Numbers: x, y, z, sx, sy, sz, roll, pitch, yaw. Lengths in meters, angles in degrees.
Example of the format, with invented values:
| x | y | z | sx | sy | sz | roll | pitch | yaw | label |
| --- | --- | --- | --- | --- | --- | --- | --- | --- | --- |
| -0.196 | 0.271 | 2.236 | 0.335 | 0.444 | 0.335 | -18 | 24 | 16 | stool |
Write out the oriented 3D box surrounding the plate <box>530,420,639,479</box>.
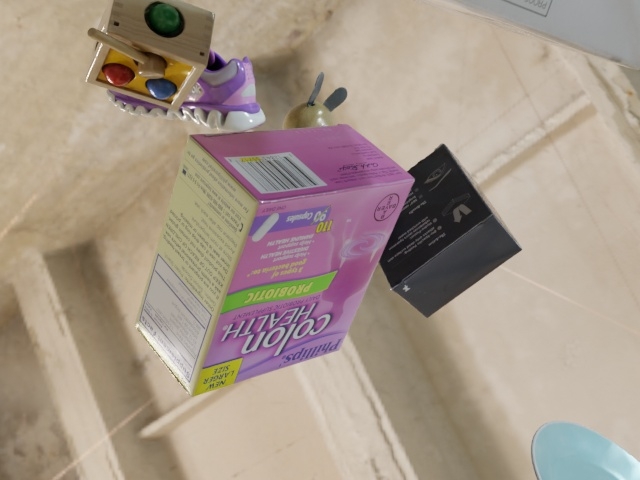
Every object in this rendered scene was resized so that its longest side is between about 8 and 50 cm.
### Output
| x | y | z | sx | sy | sz | roll | pitch | yaw | label |
| --- | --- | --- | --- | --- | --- | --- | --- | --- | --- |
| 0.253 | 0.235 | 0.738 | 0.024 | 0.188 | 0.188 | -55 | -128 | 28 | plate |

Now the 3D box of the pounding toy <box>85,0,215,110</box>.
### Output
| x | y | z | sx | sy | sz | roll | pitch | yaw | label |
| --- | --- | --- | --- | --- | --- | --- | --- | --- | --- |
| -0.193 | -0.208 | 0.934 | 0.141 | 0.130 | 0.100 | -36 | -136 | 57 | pounding toy |

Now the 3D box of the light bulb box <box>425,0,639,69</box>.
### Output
| x | y | z | sx | sy | sz | roll | pitch | yaw | label |
| --- | --- | --- | --- | --- | --- | --- | --- | --- | --- |
| 0.080 | -0.333 | 0.741 | 0.361 | 0.358 | 0.225 | 43 | -62 | 56 | light bulb box |

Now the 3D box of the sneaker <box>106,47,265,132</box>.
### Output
| x | y | z | sx | sy | sz | roll | pitch | yaw | label |
| --- | --- | --- | --- | --- | --- | --- | --- | --- | --- |
| -0.180 | -0.213 | 1.148 | 0.236 | 0.095 | 0.104 | 12 | -66 | 23 | sneaker |

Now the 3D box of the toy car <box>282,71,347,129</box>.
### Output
| x | y | z | sx | sy | sz | roll | pitch | yaw | label |
| --- | --- | --- | --- | --- | --- | --- | --- | --- | --- |
| -0.006 | -0.163 | 1.354 | 0.149 | 0.155 | 0.188 | 21 | -90 | 26 | toy car |

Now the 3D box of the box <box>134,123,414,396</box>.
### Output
| x | y | z | sx | sy | sz | roll | pitch | yaw | label |
| --- | --- | --- | --- | --- | --- | --- | --- | --- | --- |
| -0.050 | 0.015 | 0.897 | 0.117 | 0.214 | 0.243 | 44 | -54 | 32 | box |

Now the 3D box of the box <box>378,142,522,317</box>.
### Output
| x | y | z | sx | sy | sz | roll | pitch | yaw | label |
| --- | --- | --- | --- | --- | --- | --- | --- | --- | --- |
| 0.149 | -0.013 | 1.120 | 0.156 | 0.093 | 0.158 | -38 | -138 | 13 | box |
